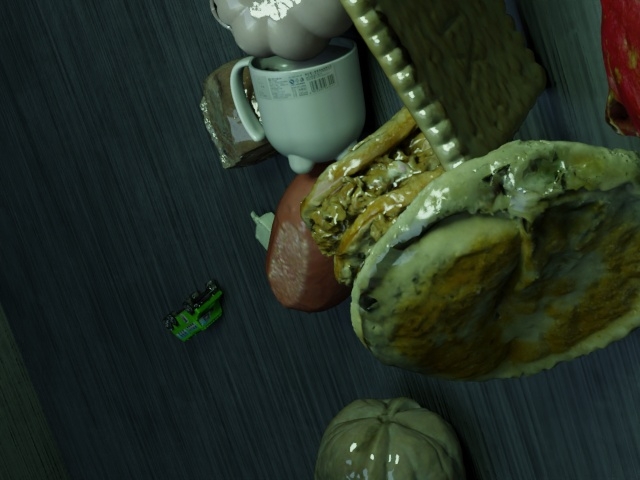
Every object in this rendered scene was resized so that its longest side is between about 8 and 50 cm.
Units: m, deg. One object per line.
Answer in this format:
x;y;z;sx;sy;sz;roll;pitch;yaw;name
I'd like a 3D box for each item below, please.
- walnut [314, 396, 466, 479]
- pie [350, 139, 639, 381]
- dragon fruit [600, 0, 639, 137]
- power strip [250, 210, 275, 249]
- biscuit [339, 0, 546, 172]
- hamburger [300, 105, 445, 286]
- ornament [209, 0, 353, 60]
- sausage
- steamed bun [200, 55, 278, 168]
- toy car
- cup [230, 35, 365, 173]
0.093;0.323;1.540;0.224;0.224;0.224;37;140;39;walnut
0.192;0.031;1.076;0.339;0.339;0.077;102;160;-46;pie
0.317;-0.152;0.819;0.250;0.250;0.315;23;146;49;dragon fruit
-0.047;0.018;1.691;0.191;0.030;0.047;47;147;27;power strip
0.094;-0.224;1.052;0.044;0.217;0.325;-19;113;41;biscuit
0.113;-0.028;1.219;0.260;0.245;0.211;-45;70;37;hamburger
-0.039;-0.296;1.314;0.177;0.177;0.177;37;140;39;ornament
0.000;0.000;1.507;0.148;0.148;0.254;45;147;30;sausage
-0.106;-0.177;1.566;0.144;0.106;0.175;63;152;3;steamed bun
-0.221;0.128;2.008;0.062;0.071;0.165;50;150;-3;toy car
-0.030;-0.164;1.404;0.134;0.174;0.142;-80;-18;-62;cup
